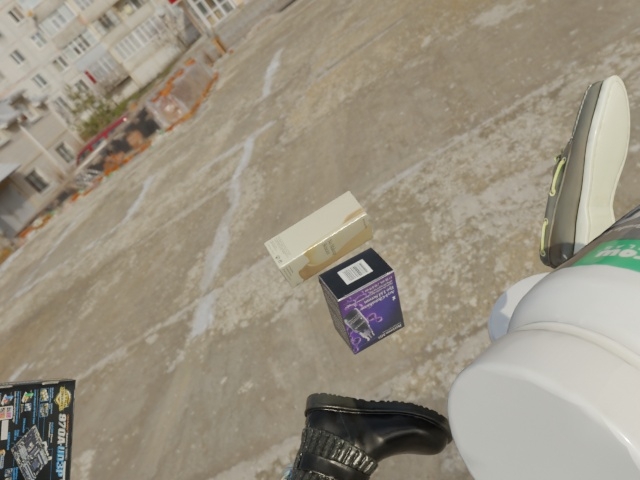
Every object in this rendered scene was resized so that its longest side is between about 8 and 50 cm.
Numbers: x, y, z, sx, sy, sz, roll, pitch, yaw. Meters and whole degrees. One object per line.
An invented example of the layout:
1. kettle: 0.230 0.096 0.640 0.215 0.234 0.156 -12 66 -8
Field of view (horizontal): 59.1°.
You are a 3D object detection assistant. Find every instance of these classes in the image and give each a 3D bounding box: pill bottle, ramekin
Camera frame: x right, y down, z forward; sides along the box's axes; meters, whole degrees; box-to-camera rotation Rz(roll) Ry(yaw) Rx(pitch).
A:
1. pill bottle: 0.287 0.082 0.460 0.361 0.204 0.204 -29 17 -30
2. ramekin: 0.511 0.199 1.255 0.277 0.135 0.277 -28 29 17

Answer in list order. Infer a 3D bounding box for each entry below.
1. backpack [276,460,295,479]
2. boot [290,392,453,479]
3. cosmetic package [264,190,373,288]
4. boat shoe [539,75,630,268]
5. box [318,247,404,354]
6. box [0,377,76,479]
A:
1. backpack: -0.056 0.597 1.335 0.115 0.152 0.182 33 82 20
2. boot: 0.106 0.481 1.192 0.348 0.131 0.260 6 47 5
3. cosmetic package: 0.000 0.000 0.645 0.115 0.060 0.041 -33 60 -3
4. boat shoe: 0.405 -0.099 0.876 0.091 0.109 0.305 13 97 54
5. box: 0.102 0.147 1.360 0.153 0.207 0.108 -28 41 -11
6. box: -0.497 0.342 0.920 0.051 0.175 0.220 -6 80 35
